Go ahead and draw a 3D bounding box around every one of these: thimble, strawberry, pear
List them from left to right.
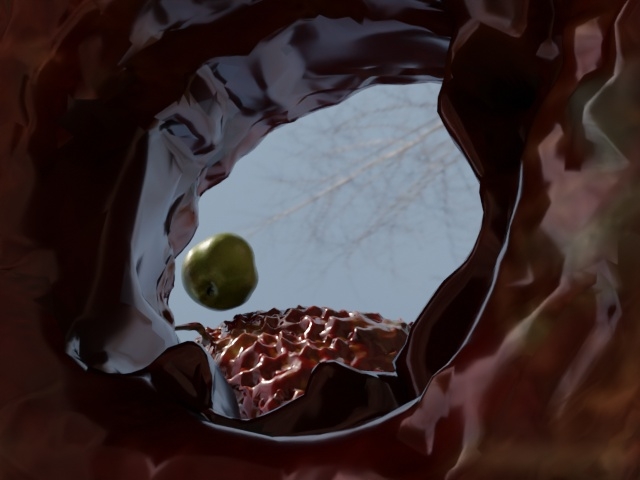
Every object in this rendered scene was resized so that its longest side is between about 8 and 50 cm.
[{"bbox_3d":[-0.112,0.039,1.384,0.097,0.092,0.092,-32,-86,-46],"label":"pear"},{"bbox_3d":[-0.023,0.178,1.306,0.292,0.343,0.292,-47,-32,-41],"label":"strawberry"},{"bbox_3d":[0.000,0.000,0.505,0.230,0.350,0.350,36,-138,-68],"label":"thimble"}]
